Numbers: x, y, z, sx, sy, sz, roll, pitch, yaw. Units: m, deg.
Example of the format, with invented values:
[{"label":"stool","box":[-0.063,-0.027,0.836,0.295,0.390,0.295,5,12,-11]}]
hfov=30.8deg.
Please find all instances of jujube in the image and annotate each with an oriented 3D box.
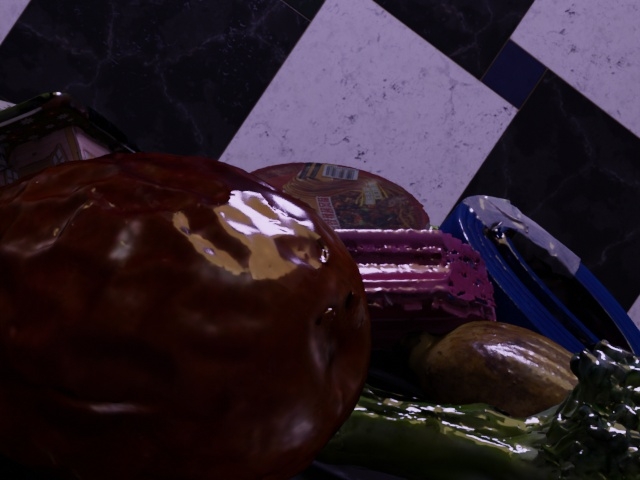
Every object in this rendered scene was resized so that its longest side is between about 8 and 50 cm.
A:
[{"label":"jujube","box":[-0.113,0.045,0.634,0.290,0.197,0.197,6,-5,31]}]

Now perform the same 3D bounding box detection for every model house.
[{"label":"model house","box":[-0.295,-0.025,1.258,0.207,0.154,0.294,-21,-12,6]}]

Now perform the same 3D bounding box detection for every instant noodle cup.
[{"label":"instant noodle cup","box":[0.000,0.000,1.481,0.273,0.091,0.274,4,32,-3]}]

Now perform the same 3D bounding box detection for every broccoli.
[{"label":"broccoli","box":[0.141,0.150,0.880,0.274,0.177,0.198,11,5,19]}]

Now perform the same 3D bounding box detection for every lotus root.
[{"label":"lotus root","box":[0.197,0.157,1.231,0.260,0.129,0.145,21,13,19]}]

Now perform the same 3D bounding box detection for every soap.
[{"label":"soap","box":[0.080,0.064,1.301,0.249,0.099,0.162,2,-28,-25]}]

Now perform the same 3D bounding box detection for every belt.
[{"label":"belt","box":[0.273,0.101,1.447,0.347,0.117,0.212,48,35,14]}]

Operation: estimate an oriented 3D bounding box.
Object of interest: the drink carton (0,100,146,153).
[{"label":"drink carton","box":[-0.412,-0.113,1.649,0.194,0.132,0.324,24,6,33]}]

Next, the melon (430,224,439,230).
[{"label":"melon","box":[0.079,0.089,1.556,0.265,0.129,0.169,-12,37,-29]}]
